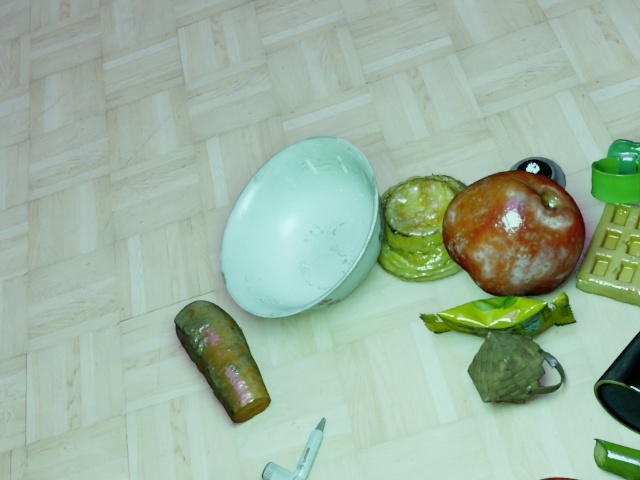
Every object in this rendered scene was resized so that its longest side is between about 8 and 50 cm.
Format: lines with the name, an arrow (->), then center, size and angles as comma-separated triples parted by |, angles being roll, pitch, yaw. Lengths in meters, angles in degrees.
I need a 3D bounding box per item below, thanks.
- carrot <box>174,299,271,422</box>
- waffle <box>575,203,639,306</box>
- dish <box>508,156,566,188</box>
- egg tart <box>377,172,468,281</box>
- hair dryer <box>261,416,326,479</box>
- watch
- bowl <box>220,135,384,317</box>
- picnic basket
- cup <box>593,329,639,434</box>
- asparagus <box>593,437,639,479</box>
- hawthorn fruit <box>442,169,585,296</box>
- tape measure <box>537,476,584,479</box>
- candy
carrot -> -0.214, 0.256, 1.983 | 0.139, 0.138, 0.302 | -35, 60, -7
waffle -> 0.681, 0.034, 1.865 | 0.248, 0.055, 0.221 | 15, 63, 27
dish -> 0.486, -0.150, 2.047 | 0.141, 0.078, 0.141 | -9, 55, 13
egg tart -> 0.233, -0.045, 2.035 | 0.294, 0.123, 0.293 | -9, 56, 14
hair dryer -> -0.009, 0.444, 1.834 | 0.155, 0.044, 0.183 | 23, 64, 28
watch -> 0.665, -0.141, 1.916 | 0.165, 0.131, 0.152 | 7, 26, 26
bowl -> 0.000, 0.000, 2.007 | 0.435, 0.196, 0.434 | -21, 55, 33
picnic basket -> 0.397, 0.254, 1.775 | 0.179, 0.137, 0.128 | 2, 40, -26
cup -> 0.652, 0.279, 1.680 | 0.177, 0.239, 0.166 | -48, 13, -22
asparagus -> 0.627, 0.420, 1.616 | 0.278, 0.060, 0.067 | 9, 70, 25
hawthorn fruit -> 0.403, -0.014, 1.858 | 0.285, 0.284, 0.284 | -9, 54, 13
tape measure -> 0.458, 0.501, 1.519 | 0.261, 0.253, 0.113 | 19, 105, 35
candy -> 0.359, 0.159, 1.817 | 0.297, 0.187, 0.081 | -10, 69, 16
